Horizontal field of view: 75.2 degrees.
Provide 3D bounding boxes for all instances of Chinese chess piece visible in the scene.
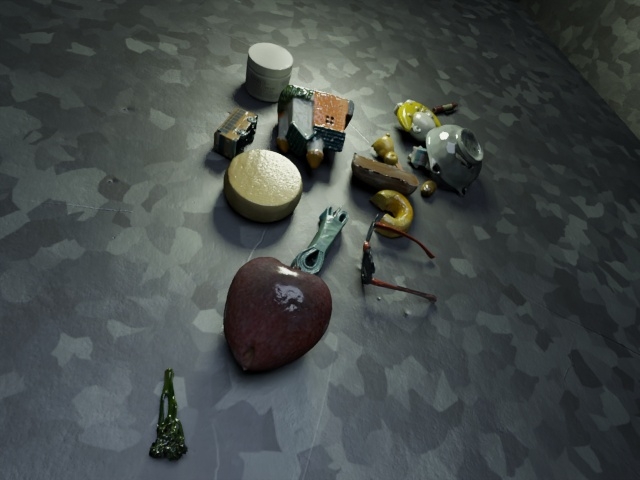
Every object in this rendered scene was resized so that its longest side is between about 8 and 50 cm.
[{"bbox_3d":[-0.181,-0.173,1.319,0.250,0.097,0.251,9,53,-12],"label":"Chinese chess piece"}]

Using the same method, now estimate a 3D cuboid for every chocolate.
[{"bbox_3d":[0.223,-0.224,1.503,0.261,0.083,0.161,21,27,1],"label":"chocolate"}]

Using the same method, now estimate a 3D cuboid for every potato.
[{"bbox_3d":[0.412,-0.200,1.580,0.051,0.040,0.083,41,53,6],"label":"potato"}]

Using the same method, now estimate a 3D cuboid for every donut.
[{"bbox_3d":[0.252,-0.098,1.429,0.145,0.078,0.181,6,55,-12],"label":"donut"}]

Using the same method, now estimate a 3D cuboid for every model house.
[{"bbox_3d":[-0.031,-0.373,1.497,0.271,0.190,0.301,10,68,-17],"label":"model house"}]

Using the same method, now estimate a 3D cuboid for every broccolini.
[{"bbox_3d":[-0.329,0.365,0.891,0.073,0.058,0.201,2,55,-27],"label":"broccolini"}]

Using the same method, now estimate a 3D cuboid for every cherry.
[{"bbox_3d":[-0.108,0.176,1.012,0.260,0.221,0.308,22,63,8],"label":"cherry"}]

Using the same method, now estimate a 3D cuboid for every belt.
[{"bbox_3d":[0.000,0.000,1.268,0.087,0.072,0.302,29,51,1],"label":"belt"}]

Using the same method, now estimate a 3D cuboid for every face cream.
[{"bbox_3d":[-0.204,-0.659,1.638,0.177,0.153,0.178,8,52,-11],"label":"face cream"}]

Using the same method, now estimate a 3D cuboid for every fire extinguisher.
[{"bbox_3d":[0.601,-0.623,1.966,0.173,0.035,0.049,-22,61,-28],"label":"fire extinguisher"}]

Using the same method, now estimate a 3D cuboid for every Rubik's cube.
[{"bbox_3d":[0.390,-0.334,1.655,0.075,0.084,0.073,25,22,-20],"label":"Rubik's cube"}]

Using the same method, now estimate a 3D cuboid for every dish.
[{"bbox_3d":[0.546,-0.344,1.627,0.302,0.120,0.304,17,60,-32],"label":"dish"}]

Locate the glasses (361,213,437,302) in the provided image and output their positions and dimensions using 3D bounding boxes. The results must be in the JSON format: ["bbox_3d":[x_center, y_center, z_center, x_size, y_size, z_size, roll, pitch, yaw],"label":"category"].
[{"bbox_3d":[0.255,0.055,1.289,0.268,0.118,0.234,15,50,-8],"label":"glasses"}]

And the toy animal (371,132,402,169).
[{"bbox_3d":[0.269,-0.327,1.603,0.070,0.083,0.160,-1,60,-49],"label":"toy animal"}]

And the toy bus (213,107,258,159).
[{"bbox_3d":[-0.293,-0.370,1.430,0.103,0.091,0.182,23,49,1],"label":"toy bus"}]

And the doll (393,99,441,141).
[{"bbox_3d":[0.415,-0.488,1.750,0.252,0.111,0.237,44,41,-2],"label":"doll"}]
